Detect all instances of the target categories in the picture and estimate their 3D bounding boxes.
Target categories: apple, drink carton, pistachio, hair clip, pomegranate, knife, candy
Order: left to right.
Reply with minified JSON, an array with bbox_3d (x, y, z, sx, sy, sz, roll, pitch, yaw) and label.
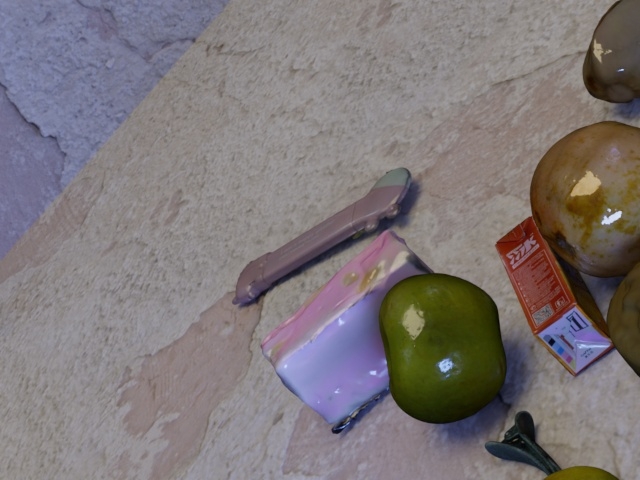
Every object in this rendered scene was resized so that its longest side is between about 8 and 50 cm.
[{"bbox_3d":[0.000,0.001,2.567,0.399,0.038,0.132,-30,28,31],"label":"knife"},{"bbox_3d":[0.060,0.126,2.169,0.265,0.155,0.116,-42,23,7],"label":"candy"},{"bbox_3d":[0.158,0.139,1.983,0.157,0.196,0.196,-9,34,4],"label":"apple"},{"bbox_3d":[0.264,0.278,1.792,0.070,0.039,0.229,-43,28,3],"label":"hair clip"},{"bbox_3d":[0.299,0.067,1.971,0.071,0.096,0.223,-39,27,15],"label":"drink carton"},{"bbox_3d":[0.364,-0.054,1.931,0.207,0.207,0.207,-34,28,22],"label":"pomegranate"},{"bbox_3d":[0.446,-0.282,2.219,0.130,0.131,0.206,-10,38,38],"label":"pistachio"}]

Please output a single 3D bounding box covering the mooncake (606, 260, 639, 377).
[{"bbox_3d":[0.439,0.081,1.734,0.235,0.117,0.235,-33,27,19],"label":"mooncake"}]

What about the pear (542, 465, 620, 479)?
[{"bbox_3d":[0.276,0.331,1.537,0.200,0.200,0.200,-34,28,22],"label":"pear"}]
